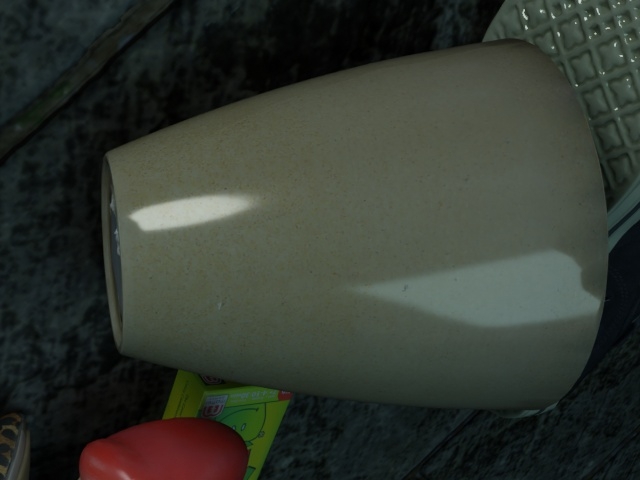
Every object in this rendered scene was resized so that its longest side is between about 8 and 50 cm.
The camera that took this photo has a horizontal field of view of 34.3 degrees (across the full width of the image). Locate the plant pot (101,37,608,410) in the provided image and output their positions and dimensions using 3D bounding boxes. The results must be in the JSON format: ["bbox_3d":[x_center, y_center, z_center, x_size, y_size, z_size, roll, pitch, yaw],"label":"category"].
[{"bbox_3d":[0.000,0.000,0.684,0.274,0.256,0.256,-5,127,-16],"label":"plant pot"}]

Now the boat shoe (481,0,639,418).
[{"bbox_3d":[0.219,-0.053,0.844,0.156,0.187,0.500,-25,141,-28],"label":"boat shoe"}]

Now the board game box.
[{"bbox_3d":[-0.094,0.181,0.881,0.092,0.043,0.181,-1,123,-39],"label":"board game box"}]

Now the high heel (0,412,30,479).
[{"bbox_3d":[-0.297,0.201,0.661,0.186,0.261,0.093,9,132,-2],"label":"high heel"}]

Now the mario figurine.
[{"bbox_3d":[-0.139,0.283,0.760,0.320,0.198,0.170,-61,177,-14],"label":"mario figurine"}]
